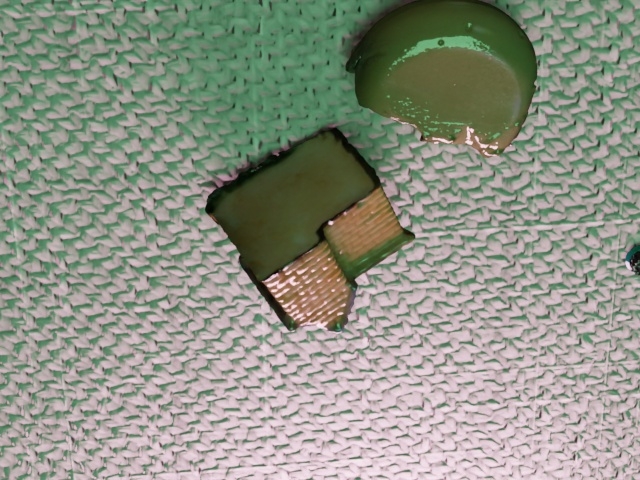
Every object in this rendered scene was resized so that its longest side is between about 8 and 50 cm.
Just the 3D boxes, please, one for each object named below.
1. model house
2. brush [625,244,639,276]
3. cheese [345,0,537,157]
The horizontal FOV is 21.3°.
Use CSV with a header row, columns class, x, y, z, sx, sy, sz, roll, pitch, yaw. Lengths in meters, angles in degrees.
class,x,y,z,sx,sy,sz,roll,pitch,yaw
model house,0.000,0.000,1.944,0.183,0.166,0.172,-35,136,-3
brush,0.465,0.043,2.086,0.193,0.032,0.043,13,119,-13
cheese,0.131,-0.186,1.871,0.203,0.091,0.175,11,120,-11
